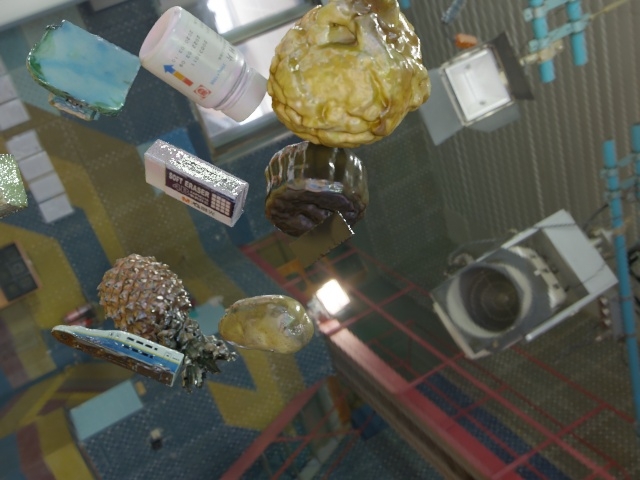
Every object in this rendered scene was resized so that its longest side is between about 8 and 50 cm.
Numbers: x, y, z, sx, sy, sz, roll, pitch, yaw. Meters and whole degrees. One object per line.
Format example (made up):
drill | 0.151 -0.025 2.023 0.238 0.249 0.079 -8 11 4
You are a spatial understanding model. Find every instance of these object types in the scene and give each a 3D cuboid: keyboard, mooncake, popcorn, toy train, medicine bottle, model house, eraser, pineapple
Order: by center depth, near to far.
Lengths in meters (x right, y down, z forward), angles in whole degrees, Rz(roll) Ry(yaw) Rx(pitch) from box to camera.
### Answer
toy train | -0.364 0.192 1.319 0.234 0.051 0.052 21 -44 0
pineapple | -0.304 0.156 1.459 0.361 0.175 0.175 29 -36 39
keyboard | 0.001 0.000 1.748 0.196 0.015 0.074 -35 -97 43
popcorn | 0.066 -0.398 1.763 0.344 0.390 0.354 48 6 -15
medicine bottle | -0.278 -0.419 1.791 0.293 0.170 0.170 33 -1 -31
mooncake | -0.012 -0.125 1.954 0.290 0.291 0.161 93 0 -58
model house | -0.668 -0.418 2.002 0.261 0.225 0.241 25 -32 -21
eraser | -0.344 -0.157 2.018 0.287 0.086 0.130 26 -38 8

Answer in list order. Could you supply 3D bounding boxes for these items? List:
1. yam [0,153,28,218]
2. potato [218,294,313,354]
yam | -1.003 -0.142 2.123 0.201 0.272 0.202 -97 172 -77
potato | -0.163 0.243 2.133 0.141 0.297 0.191 -70 144 -49
